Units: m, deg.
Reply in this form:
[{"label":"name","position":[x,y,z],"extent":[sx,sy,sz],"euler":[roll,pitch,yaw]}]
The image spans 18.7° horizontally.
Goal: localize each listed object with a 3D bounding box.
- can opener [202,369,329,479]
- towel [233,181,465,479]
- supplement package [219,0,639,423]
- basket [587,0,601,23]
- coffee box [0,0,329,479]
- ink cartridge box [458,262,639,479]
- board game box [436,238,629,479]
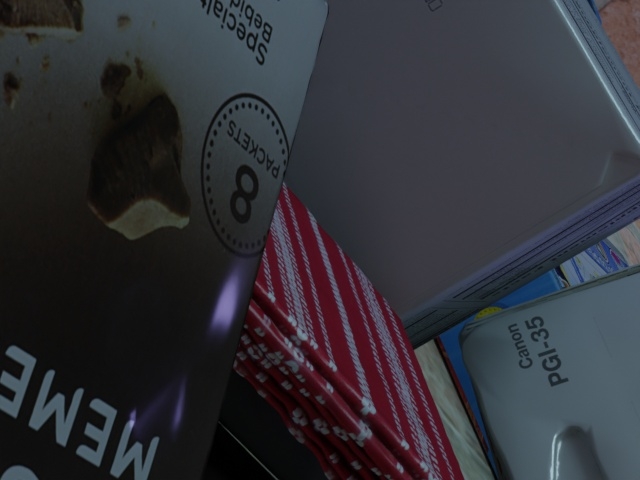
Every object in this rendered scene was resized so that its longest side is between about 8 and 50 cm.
[{"label":"can opener","position":[-0.005,0.104,0.674],"extent":[0.283,0.076,0.095],"euler":[48,14,-33]},{"label":"towel","position":[-0.055,-0.030,0.607],"extent":[0.275,0.031,0.199],"euler":[48,9,-18]},{"label":"supplement package","position":[0.000,-0.086,0.825],"extent":[0.262,0.204,0.145],"euler":[61,15,11]},{"label":"basket","position":[0.036,-0.208,1.141],"extent":[0.289,0.201,0.255],"euler":[26,18,0]},{"label":"coffee box","position":[-0.135,-0.041,0.318],"extent":[0.297,0.118,0.168],"euler":[42,56,-49]},{"label":"ink cartridge box","position":[0.165,0.173,0.877],"extent":[0.283,0.117,0.207],"euler":[70,1,-51]},{"label":"board game box","position":[0.174,0.097,1.277],"extent":[0.308,0.086,0.302],"euler":[38,25,-54]}]
